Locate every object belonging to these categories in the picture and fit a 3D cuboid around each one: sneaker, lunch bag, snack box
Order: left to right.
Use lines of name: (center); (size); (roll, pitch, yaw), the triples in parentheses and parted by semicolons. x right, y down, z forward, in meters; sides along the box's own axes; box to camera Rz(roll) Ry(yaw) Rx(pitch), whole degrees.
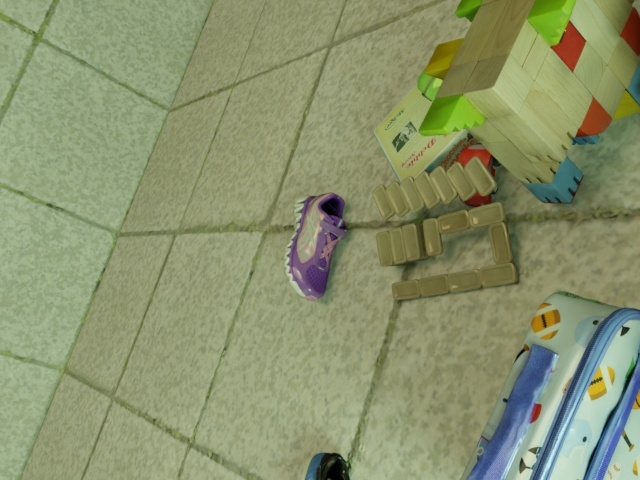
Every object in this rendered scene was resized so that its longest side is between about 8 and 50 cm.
sneaker: (0.000, 0.000, 1.246); (0.105, 0.095, 0.236); (-21, 50, 36)
sneaker: (0.003, 0.398, 0.987); (0.085, 0.058, 0.152); (-32, 37, 50)
snack box: (0.238, -0.238, 1.106); (0.322, 0.060, 0.187); (-46, 39, 24)
lunch bag: (0.248, 0.213, 0.615); (0.115, 0.243, 0.303); (16, 80, 57)

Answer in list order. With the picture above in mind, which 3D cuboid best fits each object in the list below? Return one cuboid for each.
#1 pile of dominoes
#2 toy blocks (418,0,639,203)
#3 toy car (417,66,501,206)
pile of dominoes: (0.190, -0.015, 1.015); (0.251, 0.040, 0.195); (-15, 80, 47)
toy blocks: (0.317, -0.226, 0.835); (0.191, 0.261, 0.381); (7, 67, 58)
toy car: (0.229, -0.200, 0.998); (0.225, 0.053, 0.239); (45, 112, 25)
